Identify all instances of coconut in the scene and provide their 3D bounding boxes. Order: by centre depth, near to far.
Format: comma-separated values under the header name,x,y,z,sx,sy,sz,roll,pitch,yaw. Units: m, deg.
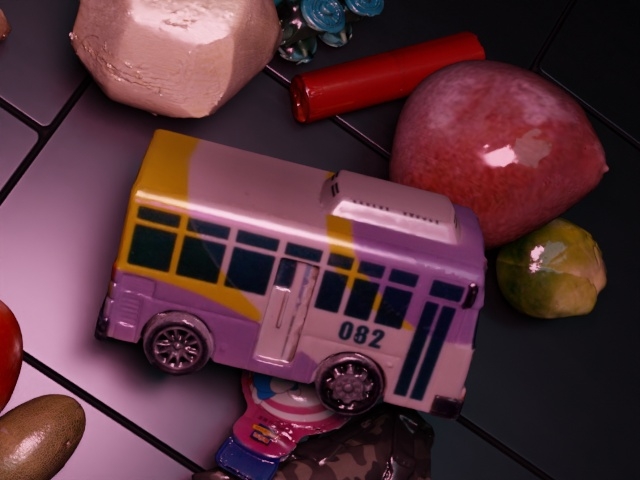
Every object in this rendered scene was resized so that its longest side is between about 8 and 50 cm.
name,x,y,z,sx,sy,sz,roll,pitch,yaw
coconut,-0.171,-0.269,1.597,0.247,0.245,0.245,17,74,-7

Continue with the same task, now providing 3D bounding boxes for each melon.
name,x,y,z,sx,sy,sz,roll,pitch,yaw
melon,-0.346,0.243,1.508,0.162,0.099,0.099,-42,93,-22

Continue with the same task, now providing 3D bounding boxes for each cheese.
name,x,y,z,sx,sy,sz,roll,pitch,yaw
cheese,-0.041,0.202,1.604,0.155,0.062,0.244,27,51,14

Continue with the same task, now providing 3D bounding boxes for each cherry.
name,x,y,z,sx,sy,sz,roll,pitch,yaw
cherry,0.222,-0.111,1.681,0.307,0.221,0.261,7,67,30

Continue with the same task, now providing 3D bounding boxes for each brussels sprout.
name,x,y,z,sx,sy,sz,roll,pitch,yaw
brussels sprout,0.312,0.036,1.753,0.155,0.117,0.155,-4,99,-30

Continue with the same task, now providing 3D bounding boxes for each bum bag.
name,x,y,z,sx,sy,sz,roll,pitch,yaw
bum bag,0.003,0.309,1.611,0.340,0.095,0.144,-16,75,-25

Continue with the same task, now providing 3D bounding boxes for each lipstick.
name,x,y,z,sx,sy,sz,roll,pitch,yaw
lipstick,0.092,-0.225,1.759,0.280,0.073,0.073,-17,85,-21

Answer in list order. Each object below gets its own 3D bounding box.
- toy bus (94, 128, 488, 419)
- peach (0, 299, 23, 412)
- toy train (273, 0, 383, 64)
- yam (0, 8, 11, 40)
name,x,y,z,sx,sy,sz,roll,pitch,yaw
toy bus,-0.018,0.035,1.522,0.440,0.209,0.249,14,115,-5
peach,-0.444,0.147,1.484,0.190,0.226,0.196,7,114,15
toy train,-0.011,-0.331,1.717,0.198,0.107,0.154,-28,87,-37
yam,-0.527,-0.181,1.550,0.357,0.081,0.081,-43,94,-19
